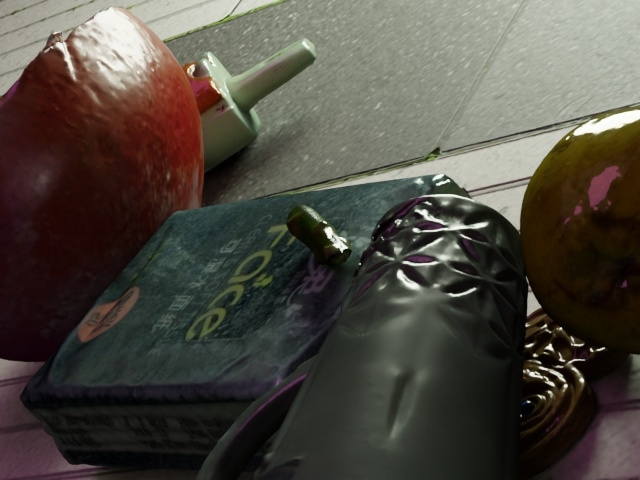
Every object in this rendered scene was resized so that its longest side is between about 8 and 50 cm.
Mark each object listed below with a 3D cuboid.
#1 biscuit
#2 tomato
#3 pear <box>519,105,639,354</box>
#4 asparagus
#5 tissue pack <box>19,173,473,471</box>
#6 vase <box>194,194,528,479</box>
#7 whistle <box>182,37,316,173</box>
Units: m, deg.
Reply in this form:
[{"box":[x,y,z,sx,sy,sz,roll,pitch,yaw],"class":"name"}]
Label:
[{"box":[0.132,0.089,1.181,0.124,0.026,0.175,0,43,51],"class":"biscuit"},{"box":[-0.194,-0.030,1.554,0.290,0.176,0.335,-62,-9,30],"class":"tomato"},{"box":[0.195,-0.007,1.119,0.149,0.149,0.162,-15,20,38],"class":"pear"},{"box":[0.000,-0.001,1.265,0.025,0.021,0.108,-40,23,-3],"class":"asparagus"},{"box":[-0.049,0.064,1.364,0.315,0.103,0.228,-6,38,47],"class":"tissue pack"},{"box":[0.041,0.105,1.093,0.251,0.156,0.301,-13,35,27],"class":"vase"},{"box":[-0.114,-0.116,1.774,0.253,0.106,0.102,-31,42,11],"class":"whistle"}]
